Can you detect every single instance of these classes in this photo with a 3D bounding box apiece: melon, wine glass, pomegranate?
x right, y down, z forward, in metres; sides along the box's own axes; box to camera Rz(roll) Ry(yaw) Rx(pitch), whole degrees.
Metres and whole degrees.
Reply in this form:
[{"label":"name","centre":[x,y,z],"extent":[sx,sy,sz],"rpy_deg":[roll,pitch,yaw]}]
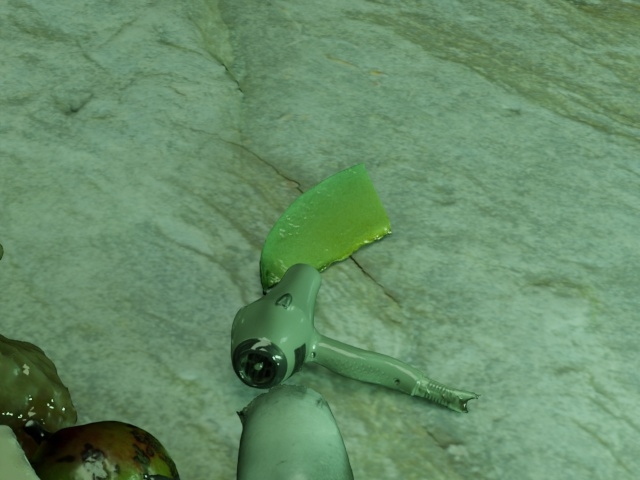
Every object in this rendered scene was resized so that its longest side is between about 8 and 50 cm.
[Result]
[{"label":"melon","centre":[0.000,0.000,1.754],"extent":[0.114,0.053,0.262],"rpy_deg":[37,47,15]},{"label":"wine glass","centre":[-0.023,0.232,1.324],"extent":[0.111,0.111,0.204],"rpy_deg":[-2,38,-7]},{"label":"pomegranate","centre":[-0.178,0.249,1.259],"extent":[0.220,0.156,0.156],"rpy_deg":[30,42,28]}]

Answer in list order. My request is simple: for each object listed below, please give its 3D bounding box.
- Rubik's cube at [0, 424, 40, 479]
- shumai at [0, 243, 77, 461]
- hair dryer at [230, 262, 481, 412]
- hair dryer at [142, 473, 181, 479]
[{"label":"Rubik's cube","centre":[-0.291,0.351,0.967],"extent":[0.292,0.290,0.291],"rpy_deg":[-16,38,-25]},{"label":"shumai","centre":[-0.369,0.128,1.324],"extent":[0.267,0.262,0.314],"rpy_deg":[5,35,5]},{"label":"hair dryer","centre":[0.028,0.104,1.580],"extent":[0.267,0.092,0.229],"rpy_deg":[12,26,-12]},{"label":"hair dryer","centre":[-0.005,0.306,1.133],"extent":[0.359,0.120,0.303],"rpy_deg":[32,47,-7]}]
